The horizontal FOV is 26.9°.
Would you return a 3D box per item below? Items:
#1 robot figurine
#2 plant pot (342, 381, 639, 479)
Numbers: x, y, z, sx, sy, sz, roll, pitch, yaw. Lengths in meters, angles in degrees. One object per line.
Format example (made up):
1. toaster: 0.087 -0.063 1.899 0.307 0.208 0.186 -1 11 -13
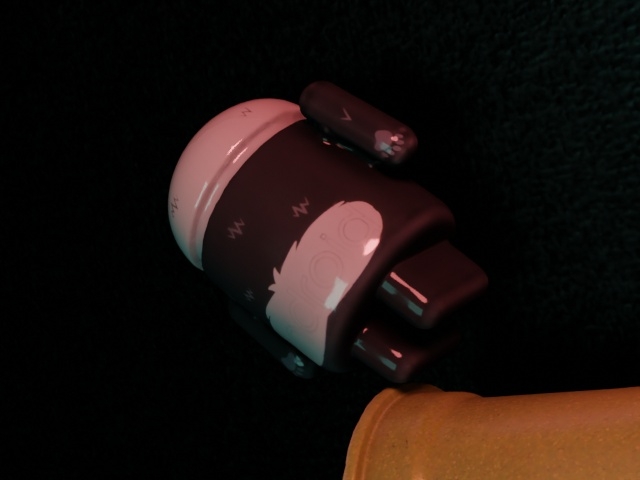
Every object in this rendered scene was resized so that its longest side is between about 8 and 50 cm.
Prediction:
1. robot figurine: 0.002 -0.002 1.120 0.278 0.173 0.209 36 85 23
2. plant pot: 0.196 0.217 1.009 0.254 0.276 0.276 -18 96 31
